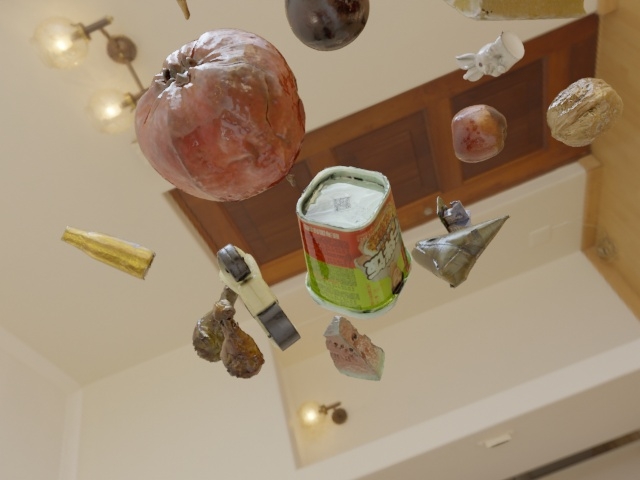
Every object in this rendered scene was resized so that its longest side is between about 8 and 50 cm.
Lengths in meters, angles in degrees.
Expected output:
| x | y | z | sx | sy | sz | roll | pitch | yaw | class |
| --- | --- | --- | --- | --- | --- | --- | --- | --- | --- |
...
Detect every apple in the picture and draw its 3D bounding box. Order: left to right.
| x | y | z | sx | sy | sz | roll | pitch | yaw | class |
| --- | --- | --- | --- | --- | --- | --- | --- | --- | --- |
| 0.629 | -0.425 | 2.127 | 0.230 | 0.230 | 0.230 | -22 | -90 | -87 | apple |

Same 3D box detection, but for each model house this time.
| x | y | z | sx | sy | sz | roll | pitch | yaw | class |
| --- | --- | --- | --- | --- | --- | --- | --- | --- | --- |
| 0.504 | -0.091 | 1.979 | 0.167 | 0.088 | 0.117 | 51 | -142 | -33 | model house |

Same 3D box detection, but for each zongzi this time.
| x | y | z | sx | sy | sz | roll | pitch | yaw | class |
| --- | --- | --- | --- | --- | --- | --- | --- | --- | --- |
| 0.457 | -0.005 | 1.779 | 0.123 | 0.289 | 0.260 | 39 | -178 | -22 | zongzi |

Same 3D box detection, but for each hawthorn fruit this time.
| x | y | z | sx | sy | sz | roll | pitch | yaw | class |
| --- | --- | --- | --- | --- | --- | --- | --- | --- | --- |
| -0.119 | -0.153 | 0.778 | 0.271 | 0.242 | 0.242 | 48 | -165 | -42 | hawthorn fruit |

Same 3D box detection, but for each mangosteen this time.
| x | y | z | sx | sy | sz | roll | pitch | yaw | class |
| --- | --- | --- | --- | --- | --- | --- | --- | --- | --- |
| -0.004 | -0.620 | 1.429 | 0.261 | 0.235 | 0.235 | 6 | 124 | 57 | mangosteen |

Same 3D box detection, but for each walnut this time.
| x | y | z | sx | sy | sz | roll | pitch | yaw | class |
| --- | --- | --- | --- | --- | --- | --- | --- | --- | --- |
| 0.670 | -0.325 | 1.373 | 0.155 | 0.184 | 0.155 | 49 | -173 | -8 | walnut |

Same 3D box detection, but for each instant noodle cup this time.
| x | y | z | sx | sy | sz | roll | pitch | yaw | class |
| --- | --- | --- | --- | --- | --- | --- | --- | --- | --- |
| 0.078 | -0.005 | 1.342 | 0.308 | 0.294 | 0.294 | 74 | 177 | -45 | instant noodle cup |

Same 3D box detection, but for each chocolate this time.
| x | y | z | sx | sy | sz | roll | pitch | yaw | class |
| --- | --- | --- | --- | --- | --- | --- | --- | --- | --- |
| -0.518 | 0.024 | 1.304 | 0.219 | 0.085 | 0.085 | 22 | -164 | -12 | chocolate |

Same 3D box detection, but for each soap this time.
| x | y | z | sx | sy | sz | roll | pitch | yaw | class |
| --- | --- | --- | --- | --- | --- | --- | --- | --- | --- |
| 0.404 | -0.601 | 1.161 | 0.293 | 0.335 | 0.156 | 59 | 148 | 32 | soap |

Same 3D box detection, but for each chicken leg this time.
| x | y | z | sx | sy | sz | roll | pitch | yaw | class |
| --- | --- | --- | --- | --- | --- | --- | --- | --- | --- |
| -0.362 | 0.286 | 1.855 | 0.211 | 0.140 | 0.361 | -53 | -18 | -52 | chicken leg |
| -0.220 | 0.256 | 1.387 | 0.087 | 0.107 | 0.251 | -121 | 15 | -60 | chicken leg |

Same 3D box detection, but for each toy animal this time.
| x | y | z | sx | sy | sz | roll | pitch | yaw | class |
| --- | --- | --- | --- | --- | --- | --- | --- | --- | --- |
| 0.514 | -0.557 | 1.689 | 0.104 | 0.221 | 0.131 | 34 | -120 | -23 | toy animal |

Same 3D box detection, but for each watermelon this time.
| x | y | z | sx | sy | sz | roll | pitch | yaw | class |
| --- | --- | --- | --- | --- | --- | --- | --- | --- | --- |
| 0.088 | 0.333 | 1.677 | 0.241 | 0.154 | 0.094 | 58 | -142 | -32 | watermelon |

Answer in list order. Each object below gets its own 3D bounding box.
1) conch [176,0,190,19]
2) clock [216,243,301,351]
| x | y | z | sx | sy | sz | roll | pitch | yaw | class |
| --- | --- | --- | --- | --- | --- | --- | --- | --- | --- |
| -0.447 | -0.772 | 1.477 | 0.109 | 0.093 | 0.330 | 38 | 150 | 44 | conch |
| -0.198 | 0.161 | 1.600 | 0.379 | 0.120 | 0.276 | 60 | 168 | -17 | clock |
